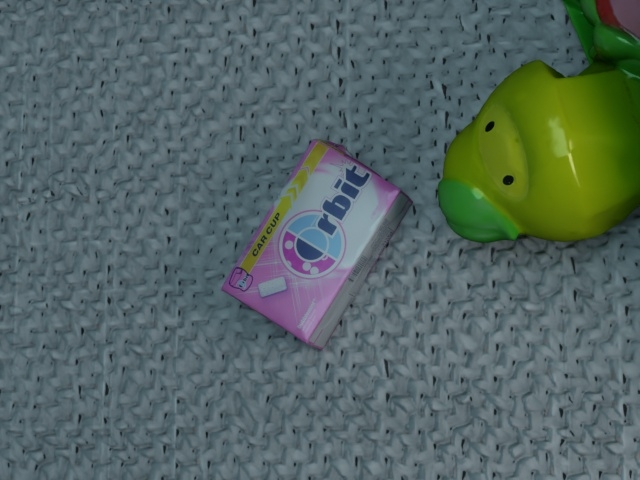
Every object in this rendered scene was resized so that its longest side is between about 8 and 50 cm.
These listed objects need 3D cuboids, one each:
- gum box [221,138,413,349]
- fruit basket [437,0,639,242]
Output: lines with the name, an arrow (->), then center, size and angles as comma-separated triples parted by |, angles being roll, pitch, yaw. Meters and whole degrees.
gum box -> 0.000, 0.000, 1.582 | 0.107, 0.062, 0.188 | 31, 89, 18
fruit basket -> 0.281, -0.121, 1.441 | 0.392, 0.283, 0.392 | 0, 73, -1
